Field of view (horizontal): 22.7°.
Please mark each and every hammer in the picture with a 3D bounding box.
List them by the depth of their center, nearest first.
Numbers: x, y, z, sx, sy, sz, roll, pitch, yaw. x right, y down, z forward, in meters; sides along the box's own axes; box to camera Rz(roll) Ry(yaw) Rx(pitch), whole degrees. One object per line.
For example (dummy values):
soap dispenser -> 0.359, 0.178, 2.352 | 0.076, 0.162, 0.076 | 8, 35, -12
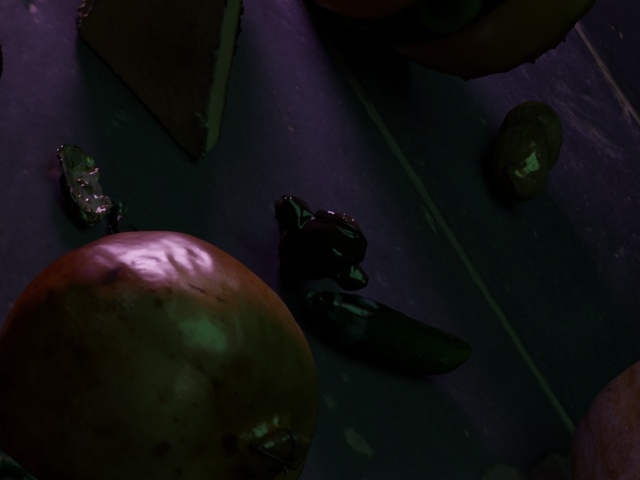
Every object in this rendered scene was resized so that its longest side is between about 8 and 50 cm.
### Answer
hammer -> -0.116, 0.020, 1.424 | 0.182, 0.017, 0.062 | 26, 40, -40

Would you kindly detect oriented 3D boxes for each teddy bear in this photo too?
teddy bear -> -0.007, 0.006, 1.525 | 0.119, 0.078, 0.160 | 46, -8, -9

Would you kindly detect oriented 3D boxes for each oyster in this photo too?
oyster -> -0.205, -0.045, 1.365 | 0.054, 0.019, 0.083 | 19, 42, -47

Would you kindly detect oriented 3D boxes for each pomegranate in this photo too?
pomegranate -> -0.111, 0.111, 1.118 | 0.248, 0.248, 0.248 | 35, 34, -28

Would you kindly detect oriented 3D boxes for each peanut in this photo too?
peanut -> 0.262, -0.113, 2.034 | 0.089, 0.089, 0.193 | 47, 34, -10

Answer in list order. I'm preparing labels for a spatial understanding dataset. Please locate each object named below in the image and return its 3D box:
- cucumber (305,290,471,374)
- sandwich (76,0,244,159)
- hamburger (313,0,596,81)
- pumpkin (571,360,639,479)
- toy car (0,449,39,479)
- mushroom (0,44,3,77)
cucumber -> 0.065, 0.093, 1.566 | 0.250, 0.056, 0.056 | 23, 41, -41
sandwich -> -0.162, -0.190, 1.512 | 0.162, 0.193, 0.058 | 18, 33, 12
hamburger -> 0.152, -0.400, 1.873 | 0.277, 0.396, 0.395 | 28, 38, -38
pumpkin -> 0.421, 0.243, 1.632 | 0.332, 0.332, 0.199 | 34, 33, -30
toy car -> -0.151, 0.264, 1.012 | 0.321, 0.141, 0.097 | 44, 3, -14
mushroom -> -0.316, -0.163, 1.290 | 0.127, 0.087, 0.127 | 45, 8, -8
